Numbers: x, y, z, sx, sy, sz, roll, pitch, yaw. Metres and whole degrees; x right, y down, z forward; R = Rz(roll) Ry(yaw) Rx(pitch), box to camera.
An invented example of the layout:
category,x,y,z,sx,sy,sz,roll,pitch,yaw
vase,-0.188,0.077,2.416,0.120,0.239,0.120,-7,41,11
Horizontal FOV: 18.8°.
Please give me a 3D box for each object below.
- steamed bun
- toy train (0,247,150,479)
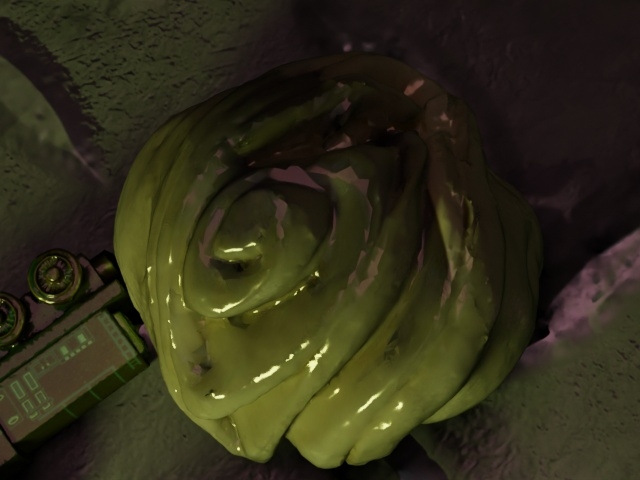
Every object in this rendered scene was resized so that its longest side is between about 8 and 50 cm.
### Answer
category,x,y,z,sx,sy,sz,roll,pitch,yaw
steamed bun,0.000,0.000,1.592,0.339,0.247,0.352,-29,64,0
toy train,-0.250,0.109,1.694,0.225,0.090,0.137,-36,76,-2
